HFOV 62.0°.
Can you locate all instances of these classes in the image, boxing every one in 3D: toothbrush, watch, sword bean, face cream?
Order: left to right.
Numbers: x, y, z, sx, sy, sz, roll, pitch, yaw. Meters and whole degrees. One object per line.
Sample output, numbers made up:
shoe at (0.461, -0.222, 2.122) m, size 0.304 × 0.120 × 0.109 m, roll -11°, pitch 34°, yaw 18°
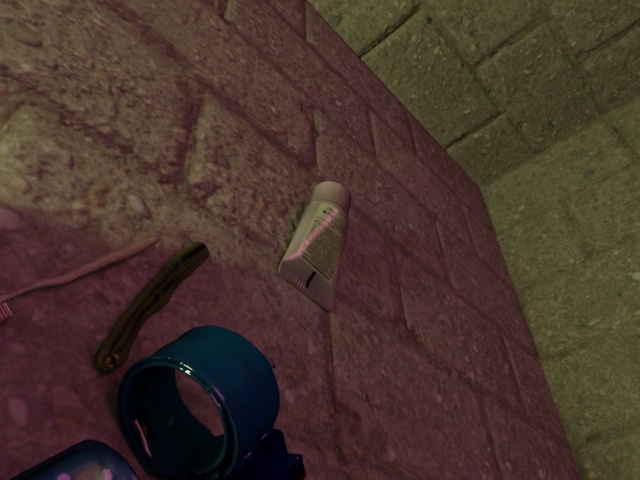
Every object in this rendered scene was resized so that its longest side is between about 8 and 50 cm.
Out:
toothbrush at (-0.300, 0.043, 0.663) m, size 0.030 × 0.025 × 0.307 m, roll 65°, pitch 28°, yaw -5°
sword bean at (-0.225, 0.079, 0.735) m, size 0.043 × 0.038 × 0.269 m, roll 28°, pitch 33°, yaw -2°
watch at (-0.127, 0.205, 0.608) m, size 0.200 × 0.196 × 0.171 m, roll 66°, pitch 19°, yaw -1°
face cream at (0.000, 0.000, 1.127) m, size 0.154 × 0.096 × 0.274 m, roll 43°, pitch 45°, yaw -30°

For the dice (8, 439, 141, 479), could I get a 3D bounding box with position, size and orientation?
dice at (-0.231, 0.262, 0.437) m, size 0.146 × 0.146 × 0.143 m, roll -21°, pitch 83°, yaw -57°
